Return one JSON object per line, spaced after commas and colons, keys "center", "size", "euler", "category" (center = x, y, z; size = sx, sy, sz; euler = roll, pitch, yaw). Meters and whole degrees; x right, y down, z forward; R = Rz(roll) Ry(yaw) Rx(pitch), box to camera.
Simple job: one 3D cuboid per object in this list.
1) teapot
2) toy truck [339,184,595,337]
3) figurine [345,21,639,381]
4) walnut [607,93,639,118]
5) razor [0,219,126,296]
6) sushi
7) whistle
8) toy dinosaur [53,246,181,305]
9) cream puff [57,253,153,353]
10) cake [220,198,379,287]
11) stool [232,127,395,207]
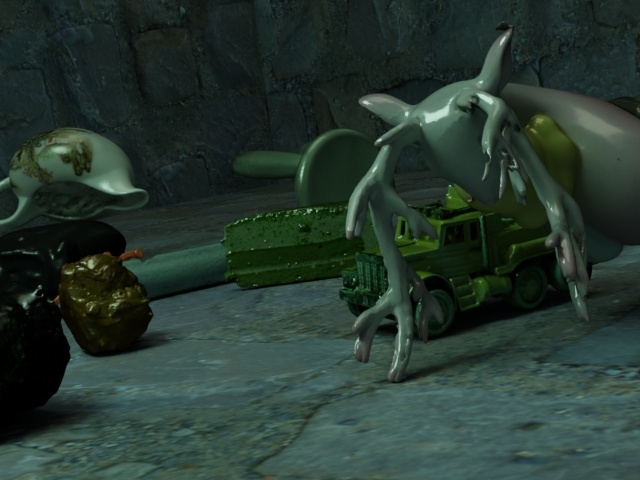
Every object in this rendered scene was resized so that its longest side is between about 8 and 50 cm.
{"center": [-0.425, -0.093, 1.919], "size": [0.298, 0.139, 0.204], "euler": [-13, -30, 16], "category": "teapot"}
{"center": [0.144, 0.005, 1.147], "size": [0.259, 0.135, 0.128], "euler": [-17, 15, -30], "category": "toy truck"}
{"center": [0.169, -0.040, 0.966], "size": [0.316, 0.284, 0.206], "euler": [7, -28, -38], "category": "figurine"}
{"center": [0.458, -0.118, 1.682], "size": [0.224, 0.224, 0.224], "euler": [-8, 6, 1], "category": "walnut"}
{"center": [-0.431, 0.030, 1.812], "size": [0.189, 0.107, 0.327], "euler": [-8, 6, 6], "category": "razor"}
{"center": [-0.312, 0.093, 0.973], "size": [0.225, 0.124, 0.127], "euler": [-3, 8, 39], "category": "sushi"}
{"center": [-0.181, 0.039, 1.624], "size": [0.312, 0.062, 0.062], "euler": [-12, 7, -37], "category": "whistle"}
{"center": [-0.295, 0.049, 1.696], "size": [0.279, 0.055, 0.101], "euler": [-17, -12, -45], "category": "toy dinosaur"}
{"center": [-0.227, 0.068, 1.233], "size": [0.094, 0.122, 0.116], "euler": [-19, 50, -27], "category": "cream puff"}
{"center": [-0.011, 0.003, 1.552], "size": [0.235, 0.100, 0.099], "euler": [-10, 6, -23], "category": "cake"}
{"center": [-0.007, -0.072, 1.863], "size": [0.195, 0.195, 0.199], "euler": [-13, 3, -36], "category": "stool"}
